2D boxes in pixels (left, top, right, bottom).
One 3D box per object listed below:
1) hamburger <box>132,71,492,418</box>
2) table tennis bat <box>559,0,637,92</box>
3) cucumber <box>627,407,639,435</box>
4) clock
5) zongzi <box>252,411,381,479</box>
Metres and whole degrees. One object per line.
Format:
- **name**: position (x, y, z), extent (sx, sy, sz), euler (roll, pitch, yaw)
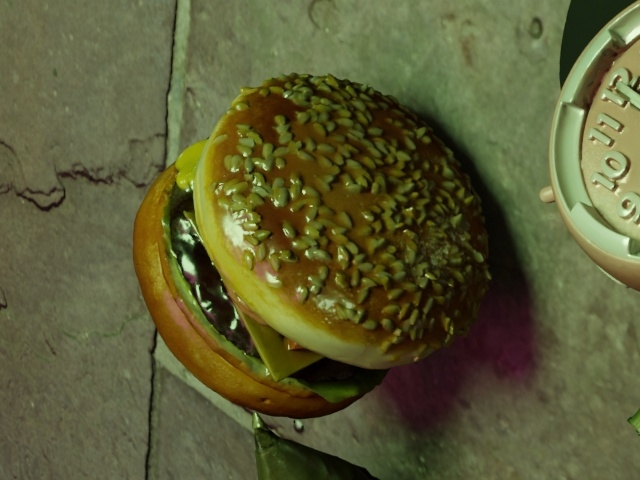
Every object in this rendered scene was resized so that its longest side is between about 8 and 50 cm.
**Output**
- **hamburger**: position (0.000, 0.000, 1.493), extent (0.225, 0.291, 0.291), euler (-43, 70, 45)
- **table tennis bat**: position (0.248, -0.172, 1.319), extent (0.154, 0.021, 0.274), euler (34, 130, 36)
- **cucumber**: position (0.290, 0.126, 1.365), extent (0.067, 0.035, 0.107), euler (44, 135, 7)
- **clock**: position (0.270, -0.064, 1.220), extent (0.241, 0.142, 0.227), euler (40, 103, 40)
- **zongzi**: position (-0.041, 0.242, 1.641), extent (0.289, 0.123, 0.260), euler (41, 156, -30)
